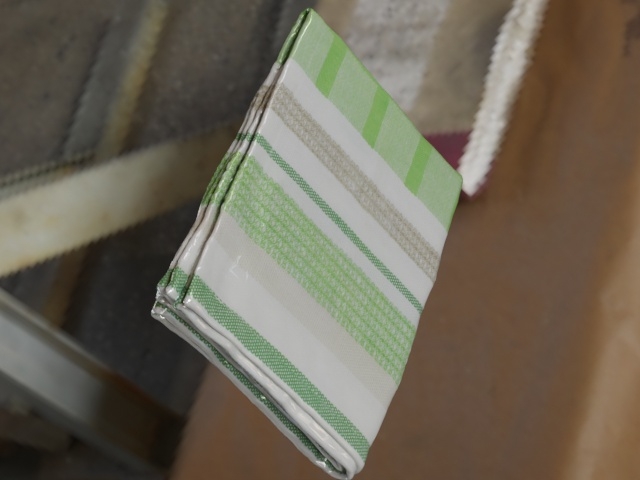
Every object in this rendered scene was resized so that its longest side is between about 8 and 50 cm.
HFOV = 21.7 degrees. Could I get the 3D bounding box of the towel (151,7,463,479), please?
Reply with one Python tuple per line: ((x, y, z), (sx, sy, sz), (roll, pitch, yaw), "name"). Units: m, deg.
((0.000, 0.000, 0.636), (0.023, 0.113, 0.152), (-15, 40, 39), "towel")
